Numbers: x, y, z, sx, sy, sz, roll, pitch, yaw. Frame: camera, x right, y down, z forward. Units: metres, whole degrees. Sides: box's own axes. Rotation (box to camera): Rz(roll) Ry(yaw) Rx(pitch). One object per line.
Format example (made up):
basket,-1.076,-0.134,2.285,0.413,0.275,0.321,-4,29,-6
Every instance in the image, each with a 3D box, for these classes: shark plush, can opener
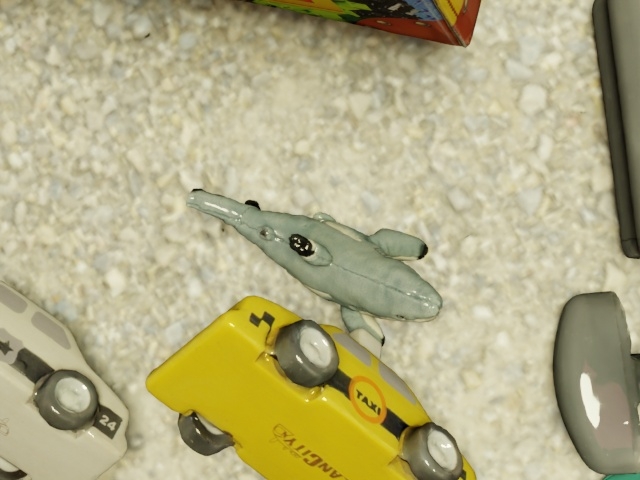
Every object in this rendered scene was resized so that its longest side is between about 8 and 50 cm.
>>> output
shark plush,0.000,0.000,0.505,0.161,0.067,0.073,38,94,6
can opener,0.172,-0.010,0.480,0.095,0.076,0.283,-7,87,6

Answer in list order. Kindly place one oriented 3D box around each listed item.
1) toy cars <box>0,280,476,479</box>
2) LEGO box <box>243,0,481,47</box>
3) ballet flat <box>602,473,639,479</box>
toy cars,-0.098,0.082,0.504,0.393,0.087,0.176,7,126,9
LEGO box,-0.068,-0.378,0.389,0.372,0.193,0.500,13,94,16
ballet flat,0.169,0.171,0.496,0.168,0.057,0.052,-22,114,10
